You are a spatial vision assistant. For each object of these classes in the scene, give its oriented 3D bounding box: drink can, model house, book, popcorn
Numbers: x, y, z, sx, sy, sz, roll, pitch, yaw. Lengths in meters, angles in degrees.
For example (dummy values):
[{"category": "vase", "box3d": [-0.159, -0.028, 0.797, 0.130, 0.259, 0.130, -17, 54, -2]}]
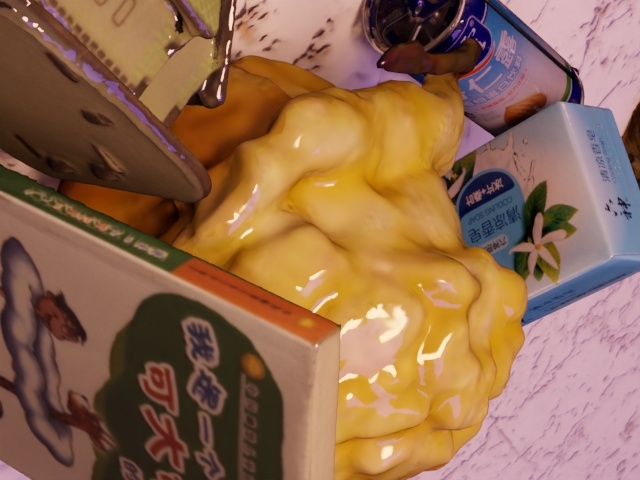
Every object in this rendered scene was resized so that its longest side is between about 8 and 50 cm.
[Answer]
[{"category": "drink can", "box3d": [0.135, -0.153, 1.202, 0.097, 0.097, 0.235, -54, 144, 7]}, {"category": "model house", "box3d": [-0.118, -0.190, 0.870, 0.205, 0.218, 0.279, 46, 65, -39]}, {"category": "book", "box3d": [-0.152, 0.078, 0.893, 0.043, 0.371, 0.260, -44, 148, -39]}, {"category": "popcorn", "box3d": [0.000, 0.000, 1.019, 0.382, 0.349, 0.349, -54, 144, -9]}]

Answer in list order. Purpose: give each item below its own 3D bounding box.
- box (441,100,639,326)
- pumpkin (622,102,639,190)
[{"category": "box", "box3d": [0.164, -0.005, 1.237, 0.083, 0.143, 0.232, 3, 155, -46]}, {"category": "pumpkin", "box3d": [0.405, -0.057, 1.524, 0.169, 0.148, 0.312, -44, 139, -14]}]
